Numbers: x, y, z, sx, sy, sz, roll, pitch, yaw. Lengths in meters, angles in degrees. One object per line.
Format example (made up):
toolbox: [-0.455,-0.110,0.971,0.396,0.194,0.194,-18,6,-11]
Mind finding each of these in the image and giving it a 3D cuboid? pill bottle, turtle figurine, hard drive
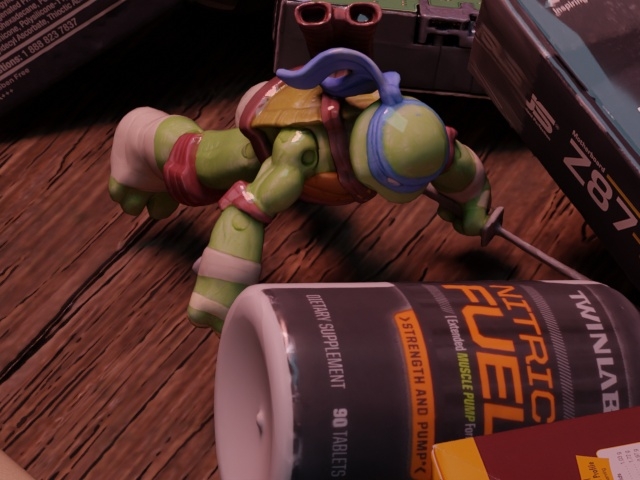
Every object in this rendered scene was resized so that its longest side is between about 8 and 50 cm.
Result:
pill bottle: [0.080,0.084,0.917,0.245,0.130,0.130,-1,35,-18]
turtle figurine: [0.000,0.000,1.082,0.198,0.275,0.266,-47,29,-13]
hard drive: [0.084,-0.204,1.322,0.236,0.064,0.339,4,32,-5]

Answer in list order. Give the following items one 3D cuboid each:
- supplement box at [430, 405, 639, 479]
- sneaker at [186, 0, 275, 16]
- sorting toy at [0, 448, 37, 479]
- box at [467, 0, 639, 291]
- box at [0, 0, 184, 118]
supplement box: [0.163,0.179,0.801,0.194,0.129,0.191,-10,38,-6]
sneaker: [-0.093,-0.267,1.416,0.086,0.132,0.229,-22,40,-21]
sorting toy: [-0.219,0.145,0.924,0.196,0.047,0.347,-20,33,-35]
box: [0.332,-0.085,1.048,0.395,0.097,0.318,-26,64,-18]
box: [-0.189,-0.295,1.244,0.296,0.294,0.183,-31,31,10]
